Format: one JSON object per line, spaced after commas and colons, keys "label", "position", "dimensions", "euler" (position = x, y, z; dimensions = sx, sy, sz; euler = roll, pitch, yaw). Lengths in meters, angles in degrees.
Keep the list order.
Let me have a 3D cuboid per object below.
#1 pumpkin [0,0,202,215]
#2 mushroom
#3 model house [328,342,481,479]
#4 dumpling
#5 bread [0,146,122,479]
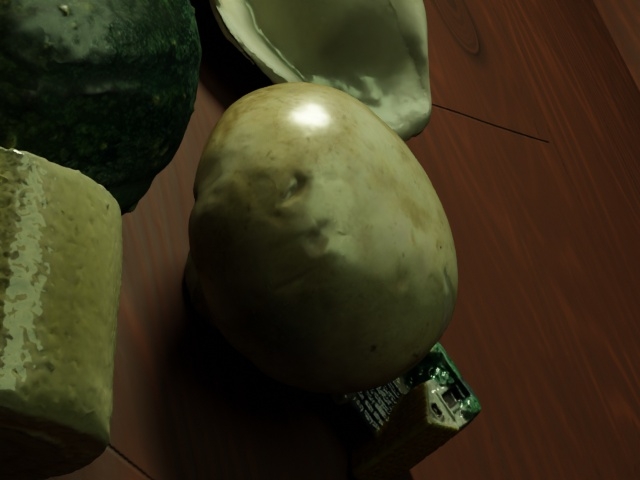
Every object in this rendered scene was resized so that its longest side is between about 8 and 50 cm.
{"label": "pumpkin", "position": [-0.198, -0.137, 0.780], "dimensions": [0.263, 0.197, 0.293], "euler": [-4, 60, -58]}
{"label": "mushroom", "position": [0.000, 0.000, 0.956], "dimensions": [0.255, 0.184, 0.255], "euler": [37, 29, -25]}
{"label": "model house", "position": [0.058, 0.130, 1.011], "dimensions": [0.101, 0.088, 0.100], "euler": [55, 24, 8]}
{"label": "dumpling", "position": [-0.025, -0.255, 1.260], "dimensions": [0.260, 0.181, 0.341], "euler": [-2, 89, -37]}
{"label": "bread", "position": [-0.176, 0.040, 0.643], "dimensions": [0.148, 0.134, 0.141], "euler": [34, 48, -48]}
